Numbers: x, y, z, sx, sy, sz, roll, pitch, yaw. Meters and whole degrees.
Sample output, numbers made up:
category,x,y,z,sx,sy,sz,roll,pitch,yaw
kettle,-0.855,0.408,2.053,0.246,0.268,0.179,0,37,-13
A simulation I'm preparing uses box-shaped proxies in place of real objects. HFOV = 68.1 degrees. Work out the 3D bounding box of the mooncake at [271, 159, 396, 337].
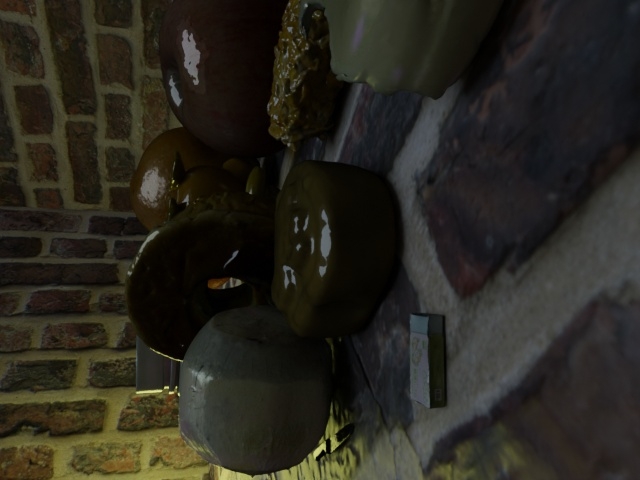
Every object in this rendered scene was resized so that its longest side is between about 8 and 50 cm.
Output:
category,x,y,z,sx,sy,sz,roll,pitch,yaw
mooncake,0.000,0.000,0.611,0.235,0.117,0.234,179,90,-72

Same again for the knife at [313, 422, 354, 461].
category,x,y,z,sx,sy,sz,roll,pitch,yaw
knife,0.018,0.291,0.680,0.170,0.010,0.023,117,150,-48

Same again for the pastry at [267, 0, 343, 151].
category,x,y,z,sx,sy,sz,roll,pitch,yaw
pastry,-0.011,-0.259,0.687,0.249,0.103,0.154,111,153,-43

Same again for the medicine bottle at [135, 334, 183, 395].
category,x,y,z,sx,sy,sz,roll,pitch,yaw
medicine bottle,-0.248,0.257,1.037,0.170,0.293,0.169,-177,90,-70

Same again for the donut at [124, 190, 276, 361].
category,x,y,z,sx,sy,sz,roll,pitch,yaw
donut,-0.159,0.066,0.813,0.159,0.331,0.329,-96,17,-58

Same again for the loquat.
category,x,y,z,sx,sy,sz,roll,pitch,yaw
loquat,-0.287,-0.121,1.153,0.328,0.329,0.327,-178,90,-72

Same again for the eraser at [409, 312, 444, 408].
category,x,y,z,sx,sy,sz,roll,pitch,yaw
eraser,0.099,0.110,0.443,0.038,0.019,0.083,167,105,-73

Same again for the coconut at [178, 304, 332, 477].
category,x,y,z,sx,sy,sz,roll,pitch,yaw
coconut,-0.089,0.223,0.687,0.227,0.227,0.230,-146,60,-69

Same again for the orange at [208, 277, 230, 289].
category,x,y,z,sx,sy,sz,roll,pitch,yaw
orange,-0.357,0.007,1.479,0.310,0.274,0.273,24,116,33

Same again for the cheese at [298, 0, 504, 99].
category,x,y,z,sx,sy,sz,roll,pitch,yaw
cheese,0.066,-0.259,0.421,0.233,0.127,0.265,112,155,-45

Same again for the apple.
category,x,y,z,sx,sy,sz,roll,pitch,yaw
apple,-0.169,-0.319,0.908,0.345,0.270,0.344,-178,90,-71

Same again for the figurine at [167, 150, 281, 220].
category,x,y,z,sx,sy,sz,roll,pitch,yaw
figurine,-0.177,-0.066,0.921,0.215,0.229,0.214,-1,-90,-86
